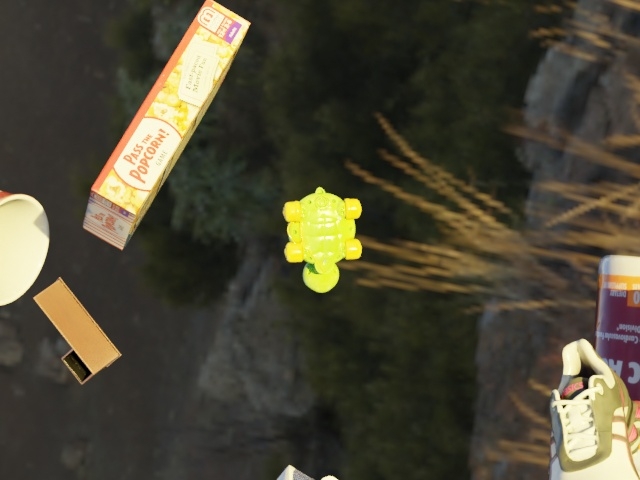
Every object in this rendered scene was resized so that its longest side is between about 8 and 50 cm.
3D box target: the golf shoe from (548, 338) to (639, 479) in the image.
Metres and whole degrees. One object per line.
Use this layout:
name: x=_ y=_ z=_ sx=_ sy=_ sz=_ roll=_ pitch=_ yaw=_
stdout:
golf shoe: x=0.258 y=0.205 z=1.477 sx=0.105 sy=0.120 sz=0.273 roll=-20 pitch=19 yaw=17

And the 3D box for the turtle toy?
turtle toy: x=0.000 y=0.000 z=1.823 sx=0.066 sy=0.095 sz=0.130 roll=-135 pitch=44 yaw=-79

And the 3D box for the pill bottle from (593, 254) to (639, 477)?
pill bottle: x=0.511 y=0.222 z=2.225 sx=0.224 sy=0.224 sz=0.392 roll=-177 pitch=91 yaw=-68

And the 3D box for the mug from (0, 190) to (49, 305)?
mug: x=-0.380 y=0.000 z=1.485 sx=0.150 sy=0.169 sz=0.113 roll=-56 pitch=-32 yaw=-27

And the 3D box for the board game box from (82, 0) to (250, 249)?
board game box: x=-0.135 y=-0.096 z=1.295 sx=0.193 sy=0.045 sz=0.147 roll=-61 pitch=5 yaw=-17

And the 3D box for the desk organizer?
desk organizer: x=-0.326 y=0.119 z=1.967 sx=0.050 sy=0.130 sz=0.047 roll=-39 pitch=0 yaw=-40

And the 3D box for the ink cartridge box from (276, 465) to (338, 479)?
ink cartridge box: x=-0.015 y=0.436 z=1.935 sx=0.353 sy=0.207 sz=0.119 roll=-52 pitch=16 yaw=20
